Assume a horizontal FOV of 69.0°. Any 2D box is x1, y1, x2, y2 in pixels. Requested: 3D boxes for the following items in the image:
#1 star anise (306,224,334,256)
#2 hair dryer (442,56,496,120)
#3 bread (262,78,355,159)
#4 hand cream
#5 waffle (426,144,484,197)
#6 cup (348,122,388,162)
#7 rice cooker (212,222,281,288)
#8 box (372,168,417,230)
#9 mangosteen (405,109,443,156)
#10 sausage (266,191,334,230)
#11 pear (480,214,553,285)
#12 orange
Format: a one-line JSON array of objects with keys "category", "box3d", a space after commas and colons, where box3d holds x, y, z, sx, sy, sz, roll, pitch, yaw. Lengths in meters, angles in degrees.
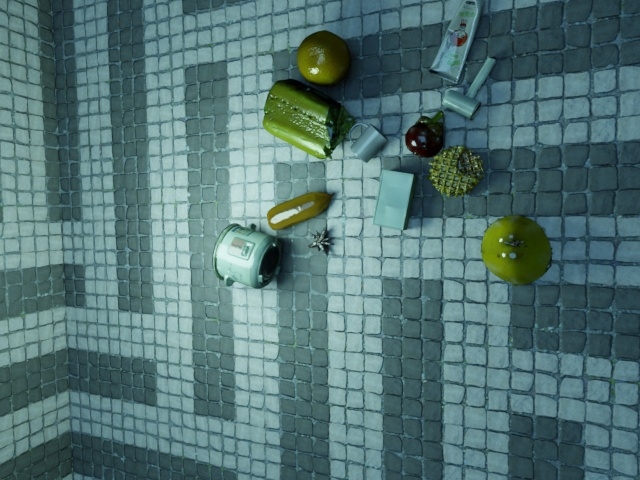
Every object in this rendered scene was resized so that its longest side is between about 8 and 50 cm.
[{"category": "star anise", "box3d": [0.007, -0.009, 2.022, 0.124, 0.056, 0.129, 26, 103, 21]}, {"category": "hair dryer", "box3d": [0.571, -0.583, 1.737, 0.131, 0.073, 0.236, 35, 103, 19]}, {"category": "bread", "box3d": [-0.057, -0.509, 1.936, 0.377, 0.208, 0.251, 30, 111, 19]}, {"category": "hand cream", "box3d": [0.527, -0.775, 1.752, 0.121, 0.076, 0.336, 28, 110, 21]}, {"category": "waffle", "box3d": [0.514, -0.266, 1.778, 0.193, 0.070, 0.197, 44, 109, 16]}, {"category": "cup", "box3d": [0.187, -0.407, 1.900, 0.133, 0.099, 0.136, -48, 63, 20]}, {"category": "rice cooker", "box3d": [-0.337, 0.067, 2.070, 0.317, 0.264, 0.316, -4, 72, 13]}, {"category": "box", "box3d": [0.299, -0.162, 1.870, 0.130, 0.086, 0.225, 13, 99, 21]}, {"category": "mangosteen", "box3d": [0.400, -0.407, 1.770, 0.156, 0.146, 0.181, 34, 122, 38]}, {"category": "sausage", "box3d": [-0.086, -0.137, 2.033, 0.328, 0.112, 0.112, -20, 85, 21]}, {"category": "pear", "box3d": [0.689, 0.041, 1.667, 0.267, 0.178, 0.266, 3, 96, 28]}, {"category": "orange", "box3d": [0.013, -0.731, 1.882, 0.236, 0.236, 0.236, 2, 94, 23]}]
